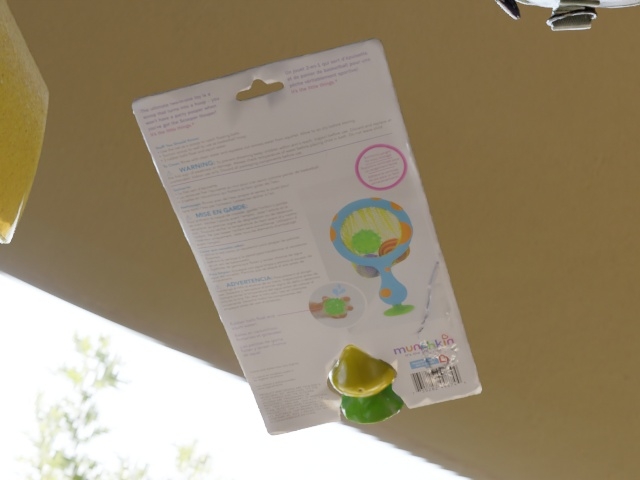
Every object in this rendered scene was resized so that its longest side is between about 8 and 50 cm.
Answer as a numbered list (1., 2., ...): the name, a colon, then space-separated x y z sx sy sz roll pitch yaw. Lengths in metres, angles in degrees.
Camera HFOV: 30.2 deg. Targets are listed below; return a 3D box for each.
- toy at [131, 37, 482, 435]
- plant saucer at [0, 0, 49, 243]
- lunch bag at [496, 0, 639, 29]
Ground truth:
1. toy: 0.000 0.000 0.683 0.137 0.056 0.237 -13 -63 11
2. plant saucer: -0.277 -0.205 0.688 0.332 0.081 0.333 48 -16 28
3. lunch bag: 0.204 -0.315 0.787 0.213 0.305 0.256 9 -5 4
